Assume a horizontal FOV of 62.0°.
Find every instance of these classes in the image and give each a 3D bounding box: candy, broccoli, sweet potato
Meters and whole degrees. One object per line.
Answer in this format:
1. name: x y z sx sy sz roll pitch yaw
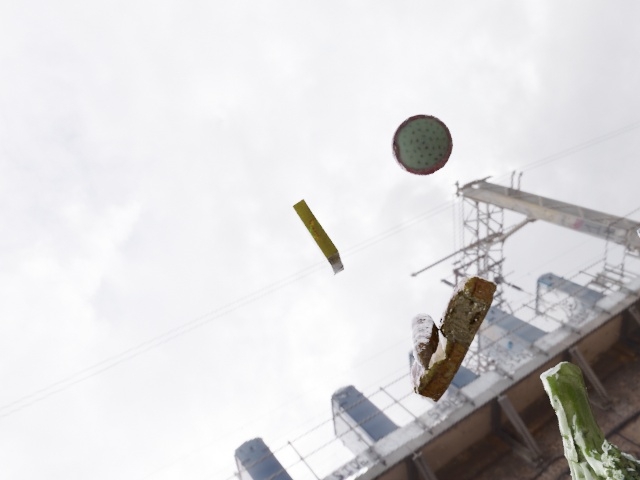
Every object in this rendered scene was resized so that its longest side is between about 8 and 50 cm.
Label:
1. candy: 0.168 -0.157 0.884 0.043 0.103 0.103 -9 -60 -78
2. broccoli: 0.630 0.515 1.217 0.274 0.397 0.353 0 -67 -13
3. sweet potato: 0.245 0.223 1.234 0.072 0.314 0.066 -16 -81 9

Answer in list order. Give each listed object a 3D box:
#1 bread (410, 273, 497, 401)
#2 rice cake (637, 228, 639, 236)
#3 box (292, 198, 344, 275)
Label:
1. bread: 0.326 0.254 1.349 0.185 0.109 0.380 -47 -21 -42
2. rice cake: 0.591 0.021 0.837 0.237 0.043 0.127 37 -74 -27
3. box: 0.000 0.000 1.355 0.041 0.153 0.279 -33 -13 -1
